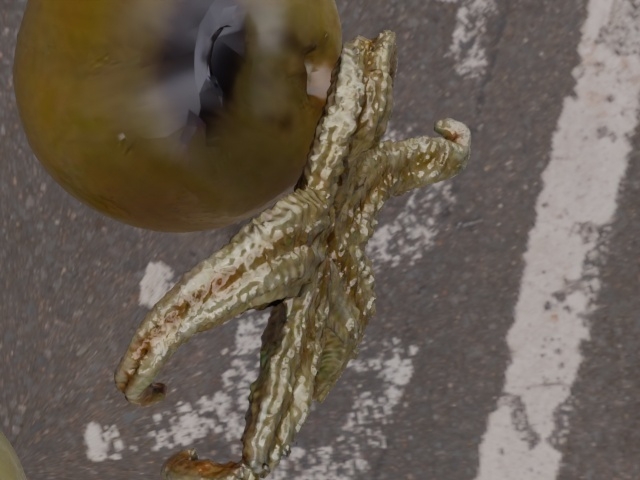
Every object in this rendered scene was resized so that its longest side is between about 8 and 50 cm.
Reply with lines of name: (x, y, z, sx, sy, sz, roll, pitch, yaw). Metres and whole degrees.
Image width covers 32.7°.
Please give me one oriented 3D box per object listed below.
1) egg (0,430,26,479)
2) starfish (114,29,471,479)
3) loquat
egg: (-0.280, 0.171, 0.712, 0.201, 0.164, 0.164, 32, 67, 31)
starfish: (0.009, 0.004, 0.410, 0.053, 0.150, 0.209, 24, 38, 23)
loquat: (-0.064, -0.078, 0.492, 0.163, 0.137, 0.163, 6, 106, 20)
